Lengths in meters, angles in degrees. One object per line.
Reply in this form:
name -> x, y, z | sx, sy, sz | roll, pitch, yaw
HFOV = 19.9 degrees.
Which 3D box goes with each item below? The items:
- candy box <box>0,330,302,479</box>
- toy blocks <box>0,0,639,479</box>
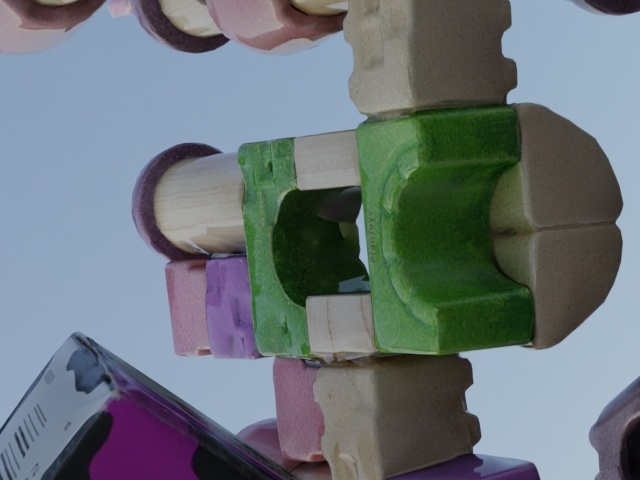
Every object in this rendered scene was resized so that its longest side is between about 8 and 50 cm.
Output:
candy box -> -0.050, 0.159, 0.366 | 0.233, 0.159, 0.071 | -55, 15, -4
toy blocks -> 0.000, 0.000, 0.727 | 0.308, 0.260, 0.289 | -7, -89, -30
